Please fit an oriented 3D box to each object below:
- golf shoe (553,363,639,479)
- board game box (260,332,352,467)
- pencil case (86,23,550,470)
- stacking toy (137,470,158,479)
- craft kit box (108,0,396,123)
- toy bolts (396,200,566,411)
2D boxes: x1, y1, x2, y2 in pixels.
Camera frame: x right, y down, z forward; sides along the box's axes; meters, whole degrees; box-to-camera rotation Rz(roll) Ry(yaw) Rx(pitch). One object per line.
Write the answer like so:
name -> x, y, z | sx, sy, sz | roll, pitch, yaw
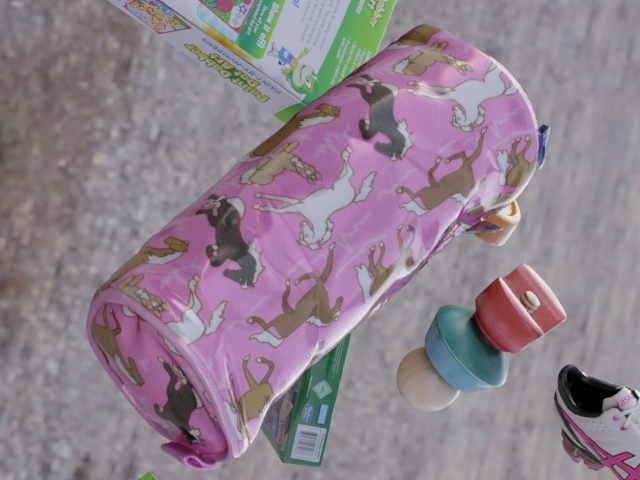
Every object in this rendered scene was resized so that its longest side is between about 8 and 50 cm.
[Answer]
golf shoe -> 0.259, 0.165, 1.462 | 0.067, 0.186, 0.086 | -39, 130, -23
board game box -> -0.007, 0.060, 1.909 | 0.213, 0.046, 0.317 | -140, -118, -75
pencil case -> 0.000, 0.000, 1.337 | 0.386, 0.167, 0.160 | -40, 170, -29
stacking toy -> -0.168, 0.237, 1.204 | 0.167, 0.052, 0.221 | -39, -168, -1
craft kit box -> -0.042, -0.254, 1.589 | 0.061, 0.247, 0.250 | -21, -138, 54
toy bolts -> 0.102, 0.039, 1.626 | 0.158, 0.228, 0.218 | -40, 166, 24
